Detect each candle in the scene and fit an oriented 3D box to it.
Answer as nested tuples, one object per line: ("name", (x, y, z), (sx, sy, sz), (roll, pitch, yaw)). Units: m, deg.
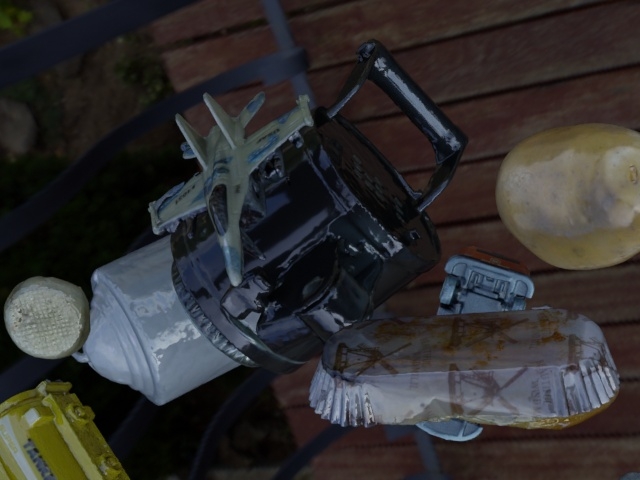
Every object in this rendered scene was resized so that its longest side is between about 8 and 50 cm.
("candle", (-0.187, 0.098, 1.861), (0.221, 0.342, 0.221), (50, 158, 30))

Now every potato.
("potato", (0.116, -0.019, 0.581), (0.068, 0.062, 0.083), (32, 171, -20))

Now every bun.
("bun", (-0.259, 0.070, 1.291), (0.086, 0.055, 0.086), (1, 110, 3))

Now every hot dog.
("hot dog", (0.114, 0.105, 1.101), (0.253, 0.131, 0.069), (-3, 119, 11))

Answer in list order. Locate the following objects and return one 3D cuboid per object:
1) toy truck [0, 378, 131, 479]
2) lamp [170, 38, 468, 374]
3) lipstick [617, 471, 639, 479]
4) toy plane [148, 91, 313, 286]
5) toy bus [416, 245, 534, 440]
("toy truck", (-0.158, 0.209, 0.899), (0.114, 0.098, 0.227), (-43, 69, 16))
("lamp", (-0.021, 0.000, 1.419), (0.272, 0.374, 0.205), (-29, 115, 34))
("lipstick", (0.079, 0.092, 0.392), (0.030, 0.129, 0.030), (39, 144, 31))
("toy plane", (-0.077, -0.036, 1.208), (0.192, 0.262, 0.088), (-33, 132, 17))
("toy bus", (0.204, 0.139, 1.863), (0.121, 0.120, 0.265), (17, 111, 6))
